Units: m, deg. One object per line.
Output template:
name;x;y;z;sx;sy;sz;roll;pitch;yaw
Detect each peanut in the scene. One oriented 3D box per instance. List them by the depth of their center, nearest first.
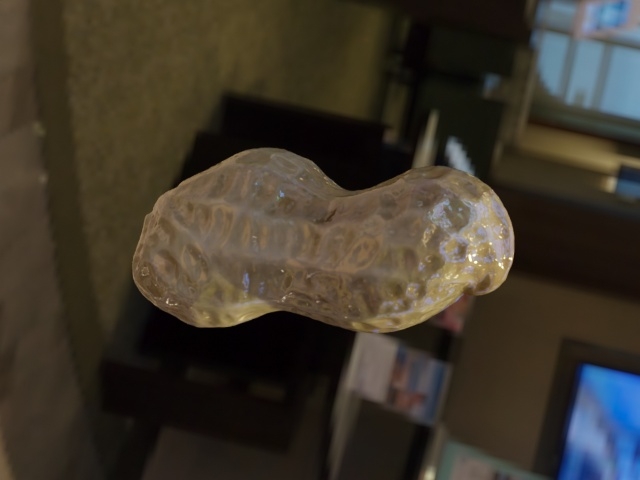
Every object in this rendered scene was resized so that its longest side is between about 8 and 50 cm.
peanut;0.000;0.000;1.400;0.120;0.298;0.136;-26;116;-65
